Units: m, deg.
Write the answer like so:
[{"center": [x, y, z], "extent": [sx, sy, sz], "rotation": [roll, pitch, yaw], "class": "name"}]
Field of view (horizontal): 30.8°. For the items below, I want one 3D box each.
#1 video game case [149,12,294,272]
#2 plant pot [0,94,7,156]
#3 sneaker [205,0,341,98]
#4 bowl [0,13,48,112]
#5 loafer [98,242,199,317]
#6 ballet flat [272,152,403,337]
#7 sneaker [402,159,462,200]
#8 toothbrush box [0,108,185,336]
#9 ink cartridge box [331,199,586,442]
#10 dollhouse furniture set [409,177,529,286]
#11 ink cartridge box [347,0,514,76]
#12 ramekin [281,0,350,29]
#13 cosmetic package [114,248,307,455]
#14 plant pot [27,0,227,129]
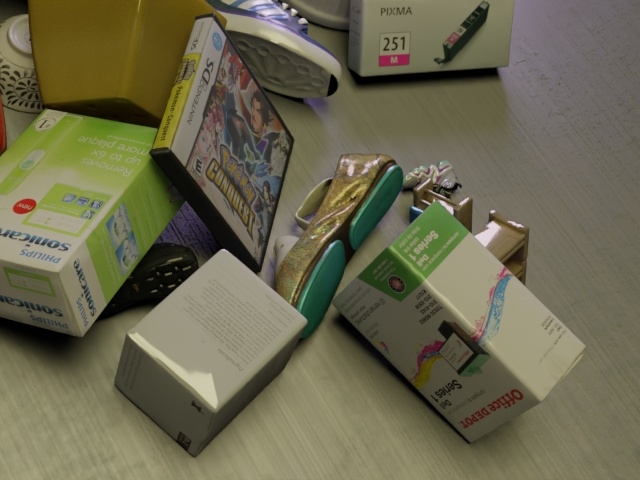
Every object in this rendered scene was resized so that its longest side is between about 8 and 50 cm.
[{"center": [-0.126, -0.132, 1.614], "extent": [0.035, 0.275, 0.248], "rotation": [-6, 52, 25], "class": "video game case"}, {"center": [-0.577, -0.215, 1.522], "extent": [0.265, 0.272, 0.272], "rotation": [-13, 63, -7], "class": "plant pot"}, {"center": [-0.088, -0.378, 1.840], "extent": [0.323, 0.130, 0.236], "rotation": [21, 60, 4], "class": "sneaker"}, {"center": [-0.422, -0.279, 1.713], "extent": [0.170, 0.080, 0.170], "rotation": [8, 58, -12], "class": "bowl"}, {"center": [-0.275, 0.052, 1.564], "extent": [0.223, 0.076, 0.078], "rotation": [-13, 26, -14], "class": "loafer"}, {"center": [0.000, 0.000, 1.655], "extent": [0.123, 0.123, 0.348], "rotation": [31, 56, 4], "class": "ballet flat"}, {"center": [0.176, -0.082, 1.789], "extent": [0.098, 0.038, 0.069], "rotation": [-20, 66, -25], "class": "sneaker"}, {"center": [-0.333, -0.031, 1.502], "extent": [0.206, 0.122, 0.283], "rotation": [12, 47, 22], "class": "toothbrush box"}, {"center": [0.179, 0.113, 1.548], "extent": [0.278, 0.201, 0.117], "rotation": [45, 57, 3], "class": "ink cartridge box"}, {"center": [0.190, 0.023, 1.696], "extent": [0.184, 0.129, 0.129], "rotation": [30, 52, 33], "class": "dollhouse furniture set"}, {"center": [0.184, -0.395, 1.878], "extent": [0.275, 0.238, 0.060], "rotation": [-7, 24, -20], "class": "ink cartridge box"}, {"center": [0.042, -0.494, 1.952], "extent": [0.273, 0.127, 0.272], "rotation": [7, 58, -11], "class": "ramekin"}, {"center": [-0.142, 0.144, 1.489], "extent": [0.151, 0.151, 0.184], "rotation": [40, 56, 11], "class": "cosmetic package"}, {"center": [-0.281, -0.258, 1.642], "extent": [0.212, 0.212, 0.187], "rotation": [-2, 74, 26], "class": "plant pot"}]
